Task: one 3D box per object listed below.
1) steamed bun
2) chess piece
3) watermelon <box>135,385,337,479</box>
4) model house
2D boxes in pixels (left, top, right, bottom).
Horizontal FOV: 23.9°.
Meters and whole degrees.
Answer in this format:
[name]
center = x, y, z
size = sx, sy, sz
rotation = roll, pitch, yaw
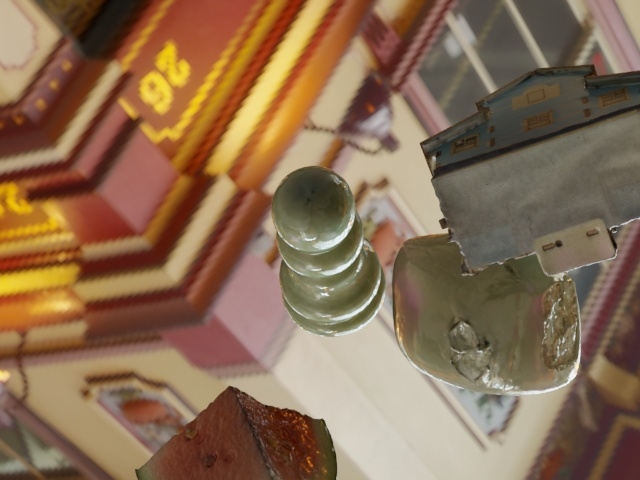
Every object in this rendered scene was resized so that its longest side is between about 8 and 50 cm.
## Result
[steamed bun]
center = 0.168, 0.089, 1.701
size = 0.238, 0.170, 0.152
rotation = 14, -152, 39
[chess piece]
center = 0.000, 0.000, 1.896
size = 0.144, 0.251, 0.144
rotation = -4, -122, 7
[watermelon]
center = -0.059, 0.218, 1.428
size = 0.193, 0.145, 0.137
rotation = 6, -105, 41
[model house]
center = 0.253, -0.084, 1.619
size = 0.271, 0.178, 0.206
rotation = -20, -157, 14
